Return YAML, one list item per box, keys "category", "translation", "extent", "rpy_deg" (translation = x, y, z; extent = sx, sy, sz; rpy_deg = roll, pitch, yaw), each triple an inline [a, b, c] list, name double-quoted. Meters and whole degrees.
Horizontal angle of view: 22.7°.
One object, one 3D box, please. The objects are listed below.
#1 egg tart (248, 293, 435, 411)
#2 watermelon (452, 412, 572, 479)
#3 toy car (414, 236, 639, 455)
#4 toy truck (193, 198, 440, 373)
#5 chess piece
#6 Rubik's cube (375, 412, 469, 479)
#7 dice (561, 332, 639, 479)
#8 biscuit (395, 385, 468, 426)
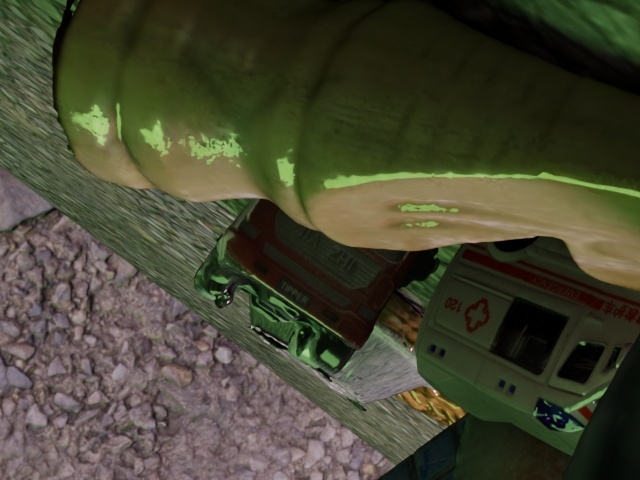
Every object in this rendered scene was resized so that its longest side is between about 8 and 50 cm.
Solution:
- category: "egg tart"
  translation: [0.012, 0.078, 1.412]
  extent: [0.234, 0.094, 0.234]
  rpy_deg: [33, 173, 5]
- category: "watermelon"
  translation: [0.214, 0.160, 0.877]
  extent: [0.264, 0.151, 0.302]
  rpy_deg: [36, 173, -25]
- category: "toy car"
  translation: [0.141, 0.057, 0.789]
  extent: [0.089, 0.108, 0.209]
  rpy_deg: [42, 169, -35]
- category: "toy truck"
  translation: [0.000, 0.000, 0.964]
  extent: [0.114, 0.135, 0.270]
  rpy_deg: [34, 175, -3]
- category: "chess piece"
  translation: [0.043, -0.045, 0.669]
  extent: [0.301, 0.137, 0.137]
  rpy_deg: [18, 164, 27]
- category: "Rubik's cube"
  translation: [0.166, 0.273, 1.151]
  extent: [0.238, 0.237, 0.237]
  rpy_deg: [43, -159, -27]
- category: "dice"
  translation: [0.194, 0.088, 0.525]
  extent: [0.182, 0.183, 0.181]
  rpy_deg: [33, 172, 23]
- category: "biscuit"
  translation: [0.099, 0.145, 1.598]
  extent: [0.288, 0.044, 0.202]
  rpy_deg: [30, 169, 40]
